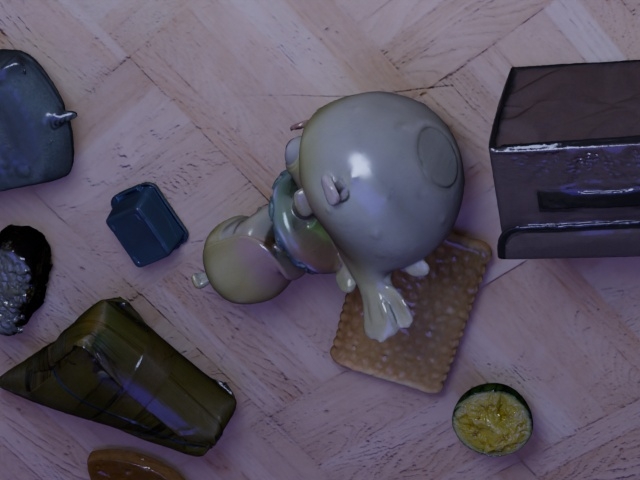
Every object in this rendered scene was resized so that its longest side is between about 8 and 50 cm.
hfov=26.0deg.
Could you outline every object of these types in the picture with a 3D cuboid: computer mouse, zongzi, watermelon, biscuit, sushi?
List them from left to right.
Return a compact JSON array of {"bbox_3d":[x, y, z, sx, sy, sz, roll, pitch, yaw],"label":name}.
[{"bbox_3d":[-0.467,-0.140,1.710,0.371,0.122,0.188,-8,124,12],"label":"computer mouse"},{"bbox_3d":[-0.410,0.050,1.845,0.090,0.078,0.150,23,127,7],"label":"sushi"},{"bbox_3d":[-0.286,0.224,1.912,0.260,0.123,0.289,40,134,-16],"label":"zongzi"},{"bbox_3d":[-0.253,0.381,2.052,0.220,0.029,0.142,42,125,-13],"label":"biscuit"},{"bbox_3d":[0.111,0.081,1.753,0.160,0.030,0.250,17,126,4],"label":"biscuit"},{"bbox_3d":[0.225,0.226,1.799,0.105,0.062,0.105,5,116,10],"label":"watermelon"}]

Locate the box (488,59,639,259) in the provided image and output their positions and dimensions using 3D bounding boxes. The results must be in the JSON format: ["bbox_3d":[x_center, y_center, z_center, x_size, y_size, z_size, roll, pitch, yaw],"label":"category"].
[{"bbox_3d":[0.319,-0.092,1.492,0.252,0.188,0.153,-1,125,19],"label":"box"}]

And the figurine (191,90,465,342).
[{"bbox_3d":[0.000,0.000,1.621,0.394,0.226,0.274,-26,81,39],"label":"figurine"}]

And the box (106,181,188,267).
[{"bbox_3d":[-0.224,-0.016,1.765,0.074,0.054,0.099,-22,114,25],"label":"box"}]
